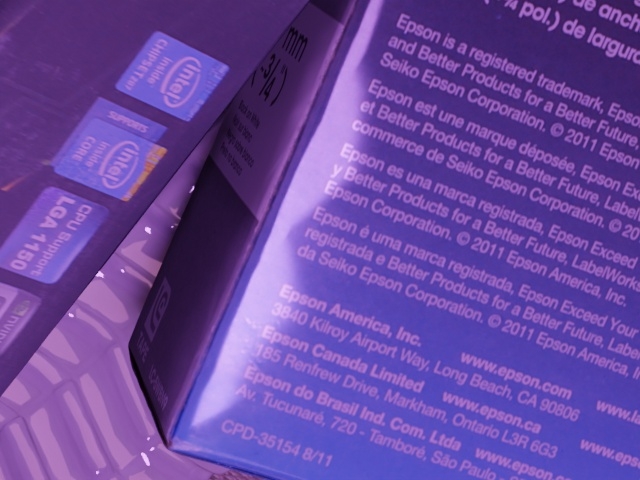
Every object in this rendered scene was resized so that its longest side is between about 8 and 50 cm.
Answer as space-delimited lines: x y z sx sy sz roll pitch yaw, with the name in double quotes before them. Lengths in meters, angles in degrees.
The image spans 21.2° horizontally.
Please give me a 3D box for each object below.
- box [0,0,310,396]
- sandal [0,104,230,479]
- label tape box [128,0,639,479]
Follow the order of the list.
"box" -0.166 -0.105 0.478 0.318 0.097 0.395 25 113 -41
"sandal" -0.007 -0.012 0.750 0.416 0.102 0.169 -29 119 6
"label tape box" 0.107 -0.052 0.630 0.241 0.333 0.106 21 -169 -18
